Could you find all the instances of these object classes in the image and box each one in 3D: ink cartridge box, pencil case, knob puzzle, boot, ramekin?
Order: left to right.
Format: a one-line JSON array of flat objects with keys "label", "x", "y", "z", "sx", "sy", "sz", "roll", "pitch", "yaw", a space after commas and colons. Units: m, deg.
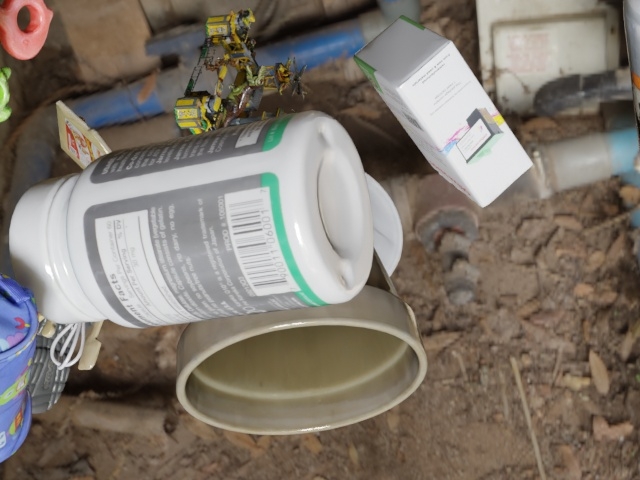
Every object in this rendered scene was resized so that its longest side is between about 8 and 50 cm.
[{"label": "pencil case", "x": -0.374, "y": 0.145, "z": 1.073, "sx": 0.119, "sy": 0.306, "sz": 0.133, "roll": 40, "pitch": 55, "yaw": 10}, {"label": "boot", "x": -0.482, "y": 0.115, "z": 1.662, "sx": 0.223, "sy": 0.118, "sz": 0.338, "roll": 14, "pitch": 69, "yaw": 47}, {"label": "knob puzzle", "x": -0.411, "y": -0.158, "z": 1.803, "sx": 0.213, "sy": 0.213, "sz": 0.030, "roll": 31, "pitch": 61, "yaw": 31}, {"label": "ramekin", "x": 0.000, "y": 0.000, "z": 1.720, "sx": 0.273, "sy": 0.127, "sz": 0.272, "roll": 6, "pitch": 67, "yaw": -15}, {"label": "ink cartridge box", "x": 0.202, "y": -0.214, "z": 1.603, "sx": 0.117, "sy": 0.278, "sz": 0.201, "roll": -40, "pitch": 31, "yaw": 1}]

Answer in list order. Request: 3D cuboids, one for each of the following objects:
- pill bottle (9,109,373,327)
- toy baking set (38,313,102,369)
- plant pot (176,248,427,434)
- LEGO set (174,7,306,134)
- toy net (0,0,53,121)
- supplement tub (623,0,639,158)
[{"label": "pill bottle", "x": -0.141, "y": -0.012, "z": 1.057, "sx": 0.361, "sy": 0.204, "sz": 0.204, "roll": -8, "pitch": 51, "yaw": 23}, {"label": "toy baking set", "x": -0.373, "y": 0.093, "z": 1.505, "sx": 0.256, "sy": 0.030, "sz": 0.196, "roll": 31, "pitch": 85, "yaw": 43}, {"label": "plant pot", "x": -0.039, "y": 0.069, "z": 1.300, "sx": 0.323, "sy": 0.323, "sz": 0.280, "roll": -12, "pitch": 58, "yaw": 5}, {"label": "LEGO set", "x": -0.128, "y": -0.297, "z": 1.926, "sx": 0.192, "sy": 0.255, "sz": 0.331, "roll": 0, "pitch": 49, "yaw": 23}, {"label": "toy net", "x": -0.161, "y": -0.169, "z": 0.501, "sx": 0.045, "sy": 0.122, "sz": 0.232, "roll": 20, "pitch": 89, "yaw": 32}, {"label": "supplement tub", "x": 0.416, "y": -0.124, "z": 0.972, "sx": 0.194, "sy": 0.316, "sz": 0.193, "roll": -14, "pitch": 36, "yaw": 10}]
